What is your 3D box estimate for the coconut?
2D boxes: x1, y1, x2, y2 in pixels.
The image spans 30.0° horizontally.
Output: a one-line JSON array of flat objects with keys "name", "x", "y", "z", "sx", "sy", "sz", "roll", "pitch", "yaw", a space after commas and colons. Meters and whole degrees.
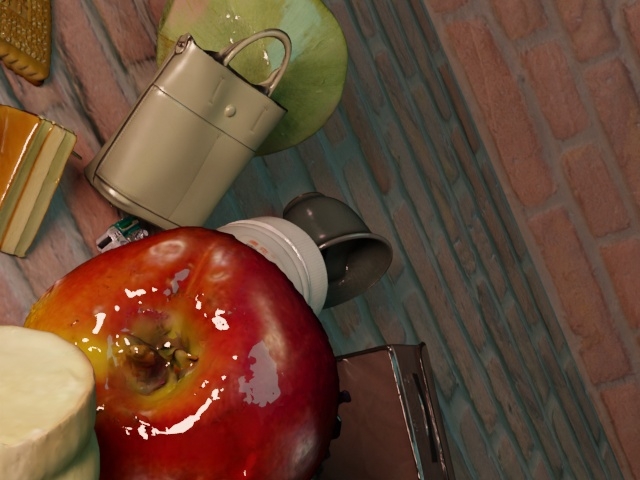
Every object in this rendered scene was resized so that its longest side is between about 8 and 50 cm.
[{"name": "coconut", "x": -0.108, "y": -0.285, "z": 1.808, "sx": 0.328, "sy": 0.281, "sz": 0.329, "roll": 172, "pitch": -90, "yaw": -81}]

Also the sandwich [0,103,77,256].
[{"name": "sandwich", "x": -0.377, "y": -0.076, "z": 1.418, "sx": 0.079, "sy": 0.113, "sz": 0.163, "roll": 26, "pitch": 84, "yaw": -58}]

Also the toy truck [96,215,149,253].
[{"name": "toy truck", "x": -0.263, "y": -0.003, "z": 1.575, "sx": 0.044, "sy": 0.039, "sz": 0.083, "roll": 52, "pitch": 25, "yaw": -1}]

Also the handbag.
[{"name": "handbag", "x": -0.159, "y": -0.163, "z": 1.602, "sx": 0.109, "sy": 0.315, "sz": 0.241, "roll": 37, "pitch": 4, "yaw": 35}]

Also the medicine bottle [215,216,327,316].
[{"name": "medicine bottle", "x": -0.131, "y": 0.084, "z": 1.600, "sx": 0.332, "sy": 0.190, "sz": 0.190, "roll": -29, "pitch": 99, "yaw": -65}]

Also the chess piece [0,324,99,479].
[{"name": "chess piece", "x": -0.284, "y": 0.310, "z": 0.953, "sx": 0.234, "sy": 0.234, "sz": 0.442, "roll": -46, "pitch": 141, "yaw": -63}]

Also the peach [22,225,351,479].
[{"name": "peach", "x": -0.167, "y": 0.183, "z": 1.254, "sx": 0.339, "sy": 0.353, "sz": 0.416, "roll": 41, "pitch": -18, "yaw": 12}]

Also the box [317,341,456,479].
[{"name": "box", "x": 0.089, "y": 0.297, "z": 1.909, "sx": 0.153, "sy": 0.188, "sz": 0.252, "roll": 19, "pitch": 58, "yaw": -62}]

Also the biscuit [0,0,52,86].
[{"name": "biscuit", "x": -0.421, "y": -0.316, "z": 1.486, "sx": 0.254, "sy": 0.029, "sz": 0.172, "roll": 34, "pitch": 42, "yaw": -53}]

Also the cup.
[{"name": "cup", "x": 0.000, "y": 0.000, "z": 1.976, "sx": 0.199, "sy": 0.199, "sz": 0.150, "roll": 30, "pitch": 28, "yaw": -55}]

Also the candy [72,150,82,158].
[{"name": "candy", "x": -0.331, "y": -0.121, "z": 1.543, "sx": 0.023, "sy": 0.025, "sz": 0.083, "roll": -56, "pitch": 148, "yaw": -7}]
